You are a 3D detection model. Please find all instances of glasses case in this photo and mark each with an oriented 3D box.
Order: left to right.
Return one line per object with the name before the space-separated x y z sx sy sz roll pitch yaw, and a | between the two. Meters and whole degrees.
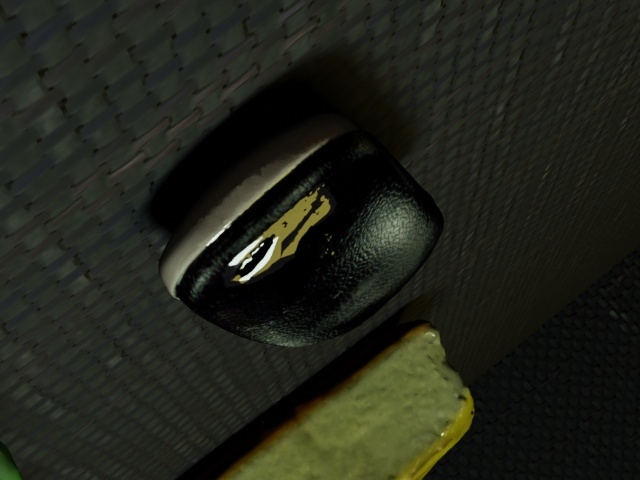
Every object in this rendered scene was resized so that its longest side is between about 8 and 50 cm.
glasses case | 0.000 0.000 0.805 0.122 0.075 0.314 -43 168 5

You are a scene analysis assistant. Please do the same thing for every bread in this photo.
bread | -0.010 0.255 1.548 0.324 0.143 0.333 -36 168 -23

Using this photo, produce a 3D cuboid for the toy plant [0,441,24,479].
toy plant | -0.217 0.278 0.841 0.211 0.317 0.356 -12 172 -20
